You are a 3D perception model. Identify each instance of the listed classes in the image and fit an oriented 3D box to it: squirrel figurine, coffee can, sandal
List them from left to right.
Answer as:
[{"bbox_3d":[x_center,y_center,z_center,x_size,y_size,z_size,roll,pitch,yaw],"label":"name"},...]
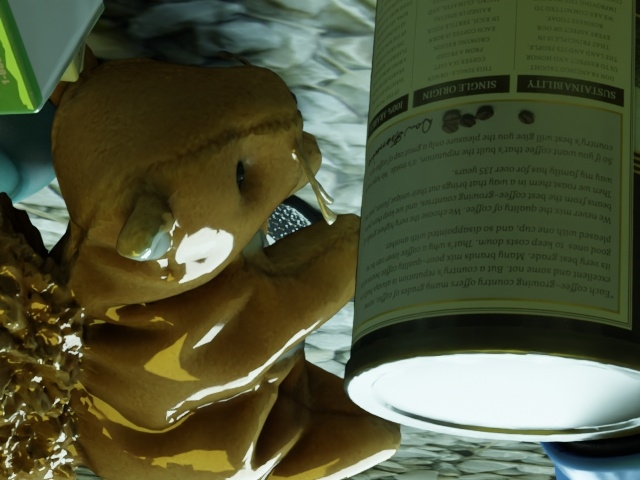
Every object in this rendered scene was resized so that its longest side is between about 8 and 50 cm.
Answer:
[{"bbox_3d":[-0.154,0.031,1.139,0.397,0.281,0.370,-18,154,-7],"label":"squirrel figurine"},{"bbox_3d":[0.000,0.000,1.453,0.067,0.040,0.179,-14,139,29],"label":"sandal"},{"bbox_3d":[0.124,-0.035,0.963,0.202,0.275,0.201,4,161,1],"label":"coffee can"}]

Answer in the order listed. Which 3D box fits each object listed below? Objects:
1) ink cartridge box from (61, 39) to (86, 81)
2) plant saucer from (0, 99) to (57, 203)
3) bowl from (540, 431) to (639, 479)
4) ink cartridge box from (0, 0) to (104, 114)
[{"bbox_3d":[-0.171,-0.162,0.954,0.052,0.088,0.122,4,160,2],"label":"ink cartridge box"},{"bbox_3d":[-0.360,-0.082,1.290,0.318,0.043,0.317,4,161,1],"label":"plant saucer"},{"bbox_3d":[0.310,0.048,1.071,0.077,0.391,0.391,50,145,-11],"label":"bowl"},{"bbox_3d":[-0.279,-0.169,0.809,0.278,0.117,0.201,-1,129,17],"label":"ink cartridge box"}]
